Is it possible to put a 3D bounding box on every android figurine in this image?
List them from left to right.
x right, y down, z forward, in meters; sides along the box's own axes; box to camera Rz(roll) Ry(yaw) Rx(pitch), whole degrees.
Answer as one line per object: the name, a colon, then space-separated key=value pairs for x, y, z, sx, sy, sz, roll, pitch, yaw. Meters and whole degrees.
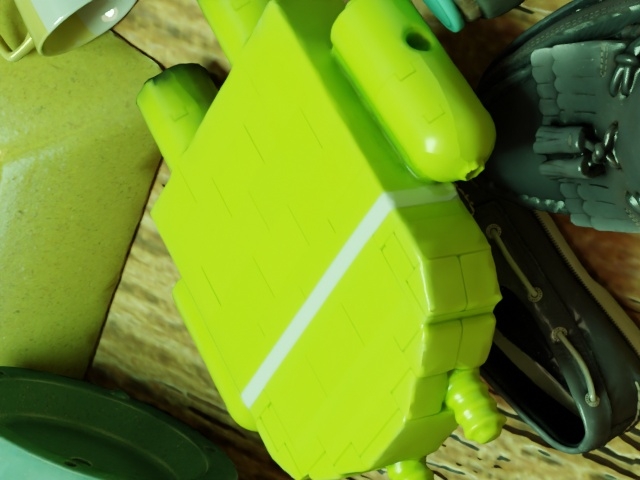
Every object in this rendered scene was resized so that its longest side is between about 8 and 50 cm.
android figurine: x=0.000 y=0.000 z=0.938 sx=0.273 sy=0.056 sz=0.248 roll=59 pitch=138 yaw=26

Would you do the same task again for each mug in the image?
mug: x=-0.144 y=-0.136 z=1.018 sx=0.064 sy=0.078 sz=0.062 roll=56 pitch=170 yaw=7

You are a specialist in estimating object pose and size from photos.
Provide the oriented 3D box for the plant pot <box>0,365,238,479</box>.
plant pot: x=-0.157 y=0.191 z=1.104 sx=0.293 sy=0.293 sz=0.196 roll=25 pitch=101 yaw=23

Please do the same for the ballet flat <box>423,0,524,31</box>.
ballet flat: x=0.001 y=-0.216 z=0.851 sx=0.096 sy=0.095 sz=0.280 roll=-45 pitch=97 yaw=2

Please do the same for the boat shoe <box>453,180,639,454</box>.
boat shoe: x=0.078 y=0.018 z=0.945 sx=0.206 sy=0.065 sz=0.075 roll=47 pitch=136 yaw=6

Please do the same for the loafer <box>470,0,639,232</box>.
loafer: x=0.173 y=-0.056 z=0.810 sx=0.302 sy=0.095 sz=0.109 roll=-7 pitch=111 yaw=39

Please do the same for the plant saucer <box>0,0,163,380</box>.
plant saucer: x=-0.271 y=-0.044 z=1.159 sx=0.332 sy=0.081 sz=0.333 roll=35 pitch=131 yaw=14
